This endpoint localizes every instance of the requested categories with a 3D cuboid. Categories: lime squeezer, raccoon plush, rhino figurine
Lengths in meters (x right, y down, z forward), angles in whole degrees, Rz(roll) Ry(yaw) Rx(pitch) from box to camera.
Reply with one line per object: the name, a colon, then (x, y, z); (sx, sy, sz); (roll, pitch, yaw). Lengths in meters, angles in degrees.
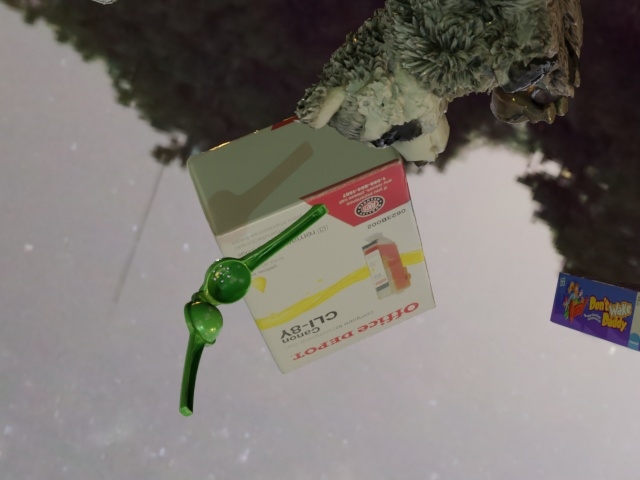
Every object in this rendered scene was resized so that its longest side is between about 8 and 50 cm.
lime squeezer: (-0.103, 0.077, 1.299); (0.110, 0.058, 0.310); (10, -129, 32)
raccoon plush: (0.109, -0.303, 1.219); (0.299, 0.446, 0.216); (-5, -179, 23)
rhino figurine: (0.304, -0.272, 1.621); (0.106, 0.243, 0.073); (2, 162, 34)

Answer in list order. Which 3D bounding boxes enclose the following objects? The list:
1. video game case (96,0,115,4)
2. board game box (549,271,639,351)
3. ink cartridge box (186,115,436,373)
video game case: (-0.293, -0.399, 1.130); (0.244, 0.269, 0.061); (16, -166, 0)
board game box: (0.542, 0.120, 1.629); (0.347, 0.078, 0.233); (9, -177, -20)
ink cartridge box: (0.000, 0.000, 1.697); (0.384, 0.279, 0.160); (70, 176, -53)
